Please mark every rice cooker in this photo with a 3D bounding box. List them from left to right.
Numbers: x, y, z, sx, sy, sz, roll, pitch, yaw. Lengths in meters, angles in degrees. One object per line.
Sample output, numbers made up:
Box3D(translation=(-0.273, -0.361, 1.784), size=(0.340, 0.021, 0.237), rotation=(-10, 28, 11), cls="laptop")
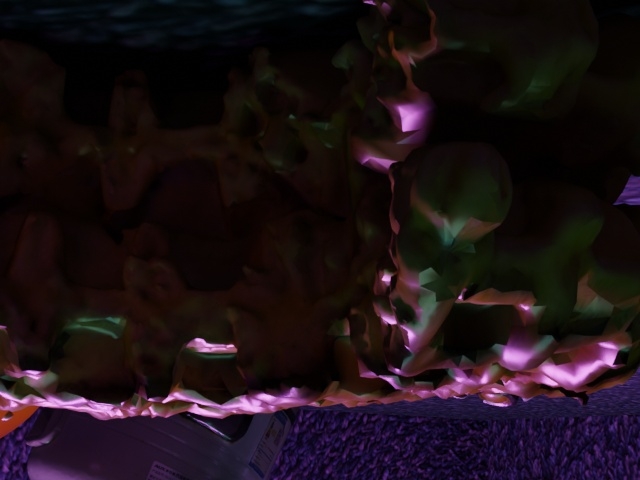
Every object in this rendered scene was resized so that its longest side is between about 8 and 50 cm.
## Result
Box3D(translation=(-0.142, 0.171, 1.281), size=(0.226, 0.244, 0.226), rotation=(25, 159, 10), cls="rice cooker")

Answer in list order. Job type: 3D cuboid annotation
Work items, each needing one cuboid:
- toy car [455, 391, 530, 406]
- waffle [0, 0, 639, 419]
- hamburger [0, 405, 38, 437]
Box3D(translation=(0.089, 0.038, 0.907), size=(0.139, 0.112, 0.112), rotation=(8, 157, 13), cls="toy car")
Box3D(translation=(-0.024, -0.006, 0.533), size=(0.324, 0.151, 0.261), rotation=(-2, 166, 23), cls="waffle")
Box3D(translation=(-0.263, 0.051, 0.800), size=(0.246, 0.170, 0.246), rotation=(0, 168, 0), cls="hamburger")
